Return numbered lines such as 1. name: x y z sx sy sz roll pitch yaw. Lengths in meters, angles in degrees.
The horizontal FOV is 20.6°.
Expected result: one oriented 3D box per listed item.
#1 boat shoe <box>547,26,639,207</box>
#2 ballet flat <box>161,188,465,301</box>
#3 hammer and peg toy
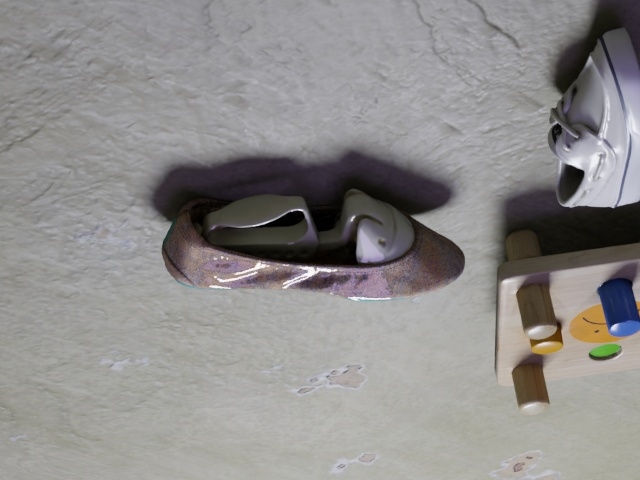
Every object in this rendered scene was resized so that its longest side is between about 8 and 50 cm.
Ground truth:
1. boat shoe: 0.258 -0.107 1.667 0.088 0.096 0.267 -13 158 0
2. ballet flat: 0.000 0.000 1.776 0.316 0.107 0.106 -2 136 -11
3. hammer and peg toy: 0.373 0.068 1.950 0.361 0.127 0.266 -8 148 0
